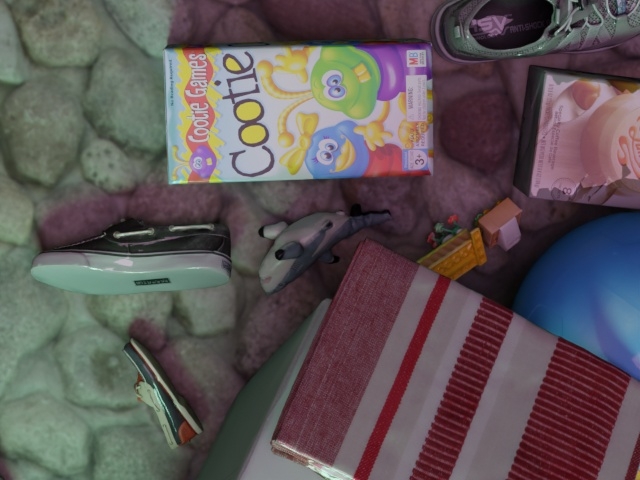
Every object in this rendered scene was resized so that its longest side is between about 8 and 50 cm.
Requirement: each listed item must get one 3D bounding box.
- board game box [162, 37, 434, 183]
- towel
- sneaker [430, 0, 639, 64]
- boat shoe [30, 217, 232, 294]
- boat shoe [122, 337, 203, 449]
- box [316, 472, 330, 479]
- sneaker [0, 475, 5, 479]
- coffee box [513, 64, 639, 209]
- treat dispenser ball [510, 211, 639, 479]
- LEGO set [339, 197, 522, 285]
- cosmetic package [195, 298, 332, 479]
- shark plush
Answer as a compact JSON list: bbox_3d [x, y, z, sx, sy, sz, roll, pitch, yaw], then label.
[{"bbox_3d":[-0.026,-0.141,1.672,0.275,0.144,0.142,-2,99,-4],"label":"board game box"},{"bbox_3d":[0.140,0.164,1.460,0.329,0.037,0.237,27,61,-3],"label":"towel"},{"bbox_3d":[0.263,-0.241,1.687,0.281,0.115,0.105,-17,100,-1],"label":"sneaker"},{"bbox_3d":[-0.207,0.015,1.728,0.219,0.077,0.070,-1,65,0],"label":"boat shoe"},{"bbox_3d":[-0.185,0.172,1.764,0.043,0.049,0.137,-32,105,4],"label":"boat shoe"},{"bbox_3d":[0.090,0.167,1.480,0.164,0.021,0.201,35,61,-1],"label":"box"},{"bbox_3d":[-0.405,0.280,1.706,0.108,0.169,0.292,-26,101,-1],"label":"sneaker"},{"bbox_3d":[0.348,-0.108,1.723,0.247,0.098,0.141,5,99,-4],"label":"coffee box"},{"bbox_3d":[0.340,0.112,1.663,0.288,0.288,0.288,-1,99,-4],"label":"treat dispenser ball"},{"bbox_3d":[0.100,0.055,1.754,0.132,0.107,0.287,27,93,-42],"label":"LEGO set"},{"bbox_3d":[0.021,0.339,1.581,0.329,0.327,0.393,28,61,-6],"label":"cosmetic package"},{"bbox_3d":[0.000,0.000,1.759,0.161,0.073,0.067,-30,121,-19],"label":"shark plush"}]
